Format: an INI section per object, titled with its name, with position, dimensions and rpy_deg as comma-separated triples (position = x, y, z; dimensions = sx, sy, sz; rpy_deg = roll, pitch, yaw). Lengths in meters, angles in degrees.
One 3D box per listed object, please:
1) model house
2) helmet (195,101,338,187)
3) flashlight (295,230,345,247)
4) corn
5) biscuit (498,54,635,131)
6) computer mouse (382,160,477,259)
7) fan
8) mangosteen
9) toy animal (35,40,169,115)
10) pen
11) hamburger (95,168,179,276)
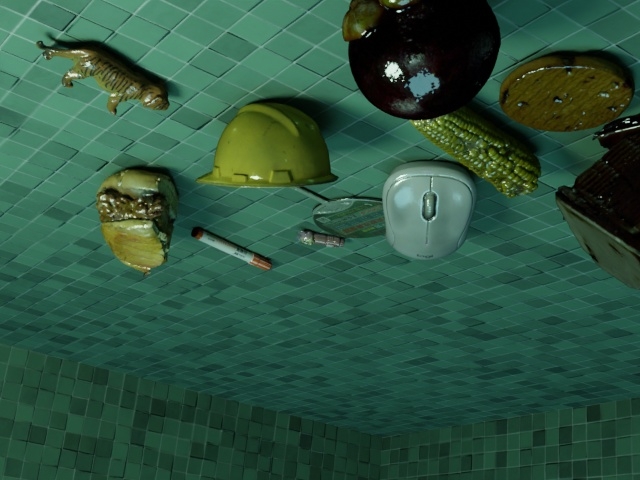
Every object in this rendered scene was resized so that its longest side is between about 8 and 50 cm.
[model house]
position = 0.587, -0.065, 1.599
dimensions = 0.282, 0.297, 0.317
rpy_deg = -44, 139, 2
[helmet]
position = -0.092, -0.166, 1.652
dimensions = 0.256, 0.140, 0.205
rpy_deg = 7, -167, 31
[flashlight]
position = 0.000, 0.000, 2.165
dimensions = 0.110, 0.031, 0.052
rpy_deg = 9, 157, -8
[corn]
position = 0.273, -0.159, 1.640
dimensions = 0.097, 0.097, 0.319
rpy_deg = -16, 148, 43
[biscuit]
position = 0.384, -0.229, 1.509
dimensions = 0.212, 0.036, 0.212
rpy_deg = 6, 159, 2
[computer mouse]
position = 0.206, -0.043, 1.892
dimensions = 0.184, 0.121, 0.297
rpy_deg = 7, 157, 1
[fan]
position = 0.044, -0.054, 2.054
dimensions = 0.294, 0.012, 0.223
rpy_deg = 10, 158, -11
[mangosteen]
position = 0.124, -0.283, 1.262
dimensions = 0.211, 0.211, 0.250
rpy_deg = -8, 123, 31
[toy animal]
position = -0.353, -0.271, 1.577
dimensions = 0.099, 0.057, 0.241
rpy_deg = -19, 146, 33
[pen]
position = -0.207, 0.022, 2.277
dimensions = 0.028, 0.028, 0.239
rpy_deg = -15, 149, 42
[hamburger]
position = -0.379, -0.042, 2.001
dimensions = 0.282, 0.156, 0.245
rpy_deg = -11, 149, 43
